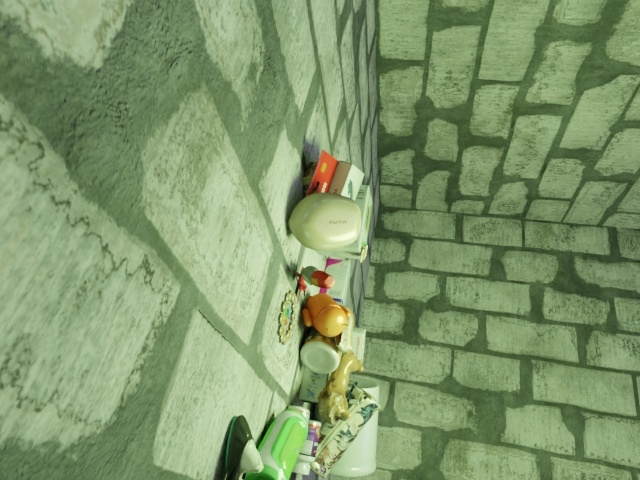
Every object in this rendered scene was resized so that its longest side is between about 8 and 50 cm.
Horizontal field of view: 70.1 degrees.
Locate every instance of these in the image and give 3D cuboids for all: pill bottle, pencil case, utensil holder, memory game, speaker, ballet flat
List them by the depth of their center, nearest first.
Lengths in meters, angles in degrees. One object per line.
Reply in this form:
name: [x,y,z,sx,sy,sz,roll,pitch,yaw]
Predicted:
ballet flat: [-0.193,0.578,1.110,0.095,0.096,0.281,67,31,-66]
speaker: [-0.127,0.643,1.387,0.296,0.131,0.131,-46,140,-71]
memory game: [-0.110,0.259,1.536,0.186,0.012,0.186,6,90,-78]
pill bottle: [-0.095,0.689,1.650,0.087,0.087,0.160,77,22,-57]
pill bottle: [-0.066,0.808,1.794,0.108,0.108,0.194,72,27,-63]
pill bottle: [0.025,0.397,1.881,0.278,0.162,0.162,-65,158,-57]
pencil case: [0.076,0.805,1.935,0.410,0.160,0.183,-45,144,-17]
utensil holder: [0.119,0.875,2.194,0.327,0.327,0.386,31,64,-77]

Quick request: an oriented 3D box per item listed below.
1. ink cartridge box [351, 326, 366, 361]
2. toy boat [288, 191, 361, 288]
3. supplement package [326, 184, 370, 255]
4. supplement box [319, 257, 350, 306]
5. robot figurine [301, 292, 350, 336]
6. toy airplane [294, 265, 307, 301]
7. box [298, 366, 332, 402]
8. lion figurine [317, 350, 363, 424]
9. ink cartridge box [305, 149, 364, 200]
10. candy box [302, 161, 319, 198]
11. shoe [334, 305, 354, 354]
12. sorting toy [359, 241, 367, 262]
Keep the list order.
ink cartridge box: [0.095,0.479,2.111,0.092,0.219,0.160,-22,118,-76]
toy boat: [0.000,0.000,1.508,0.148,0.267,0.318,14,-81,57]
supplement package: [0.093,-0.077,1.865,0.199,0.198,0.263,53,45,-72]
supplement box: [0.069,0.204,2.111,0.114,0.111,0.220,79,21,-55]
robot figurine: [0.018,0.287,1.759,0.158,0.219,0.128,34,93,-33]
toy airplane: [-0.067,0.146,1.634,0.151,0.028,0.151,1,90,-79]
box: [-0.014,0.582,1.932,0.114,0.103,0.203,70,29,-62]
lion figurine: [0.081,0.569,1.841,0.392,0.142,0.240,-76,160,-45]
ink cartridge box: [0.039,-0.139,1.615,0.261,0.066,0.296,17,93,-64]
candy box: [-0.021,-0.174,1.640,0.109,0.053,0.187,-69,160,-47]
shoe: [0.087,0.339,1.791,0.058,0.076,0.219,33,35,-27]
sorting toy: [0.170,0.040,1.790,0.062,0.012,0.083,-36,138,-64]
